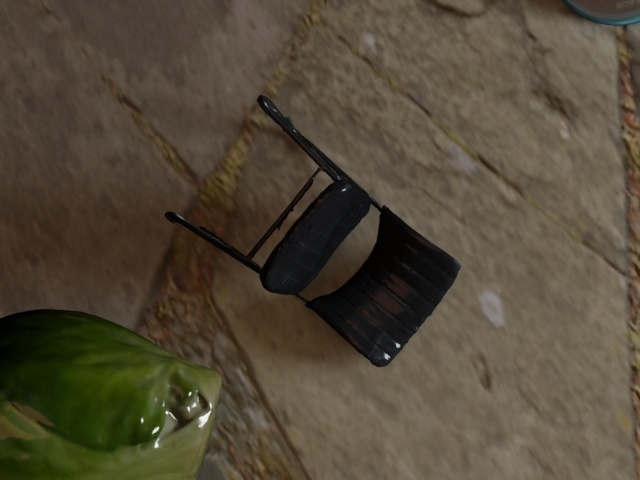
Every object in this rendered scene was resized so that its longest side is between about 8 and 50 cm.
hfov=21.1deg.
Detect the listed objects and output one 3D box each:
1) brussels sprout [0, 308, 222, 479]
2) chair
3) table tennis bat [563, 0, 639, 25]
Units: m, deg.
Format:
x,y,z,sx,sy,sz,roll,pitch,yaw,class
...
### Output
x,y,z,sx,sy,sz,roll,pitch,yaw,class
-0.224,0.169,1.532,0.271,0.219,0.210,0,99,-7,brussels sprout
0.000,0.000,1.537,0.221,0.145,0.140,39,93,13,chair
0.254,-0.291,1.579,0.124,0.033,0.201,-28,82,6,table tennis bat
